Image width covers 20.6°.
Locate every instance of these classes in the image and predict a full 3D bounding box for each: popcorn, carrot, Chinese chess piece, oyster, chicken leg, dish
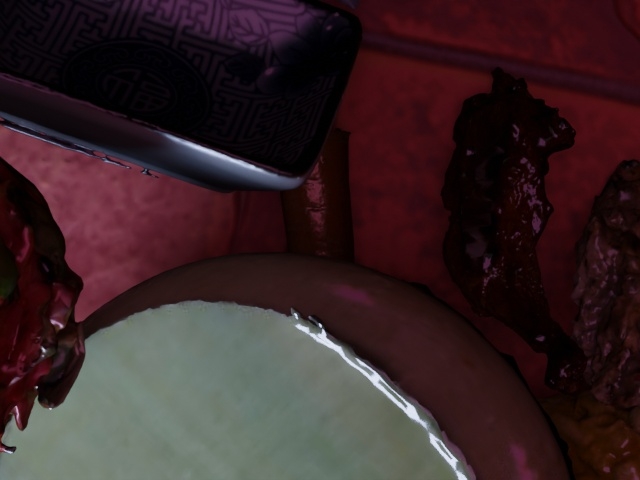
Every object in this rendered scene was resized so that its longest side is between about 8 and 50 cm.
[{"bbox_3d":[0.183,0.137,1.065,0.106,0.121,0.116,0,77,-40],"label":"popcorn"},{"bbox_3d":[0.000,0.000,1.093,0.048,0.048,0.139,-4,96,1],"label":"carrot"},{"bbox_3d":[-0.022,0.179,1.017,0.349,0.146,0.349,4,100,20],"label":"Chinese chess piece"},{"bbox_3d":[0.197,0.026,1.058,0.105,0.056,0.177,36,61,0],"label":"oyster"},{"bbox_3d":[0.112,-0.009,1.048,0.089,0.048,0.219,-18,57,34],"label":"chicken leg"},{"bbox_3d":[-0.111,-0.099,1.049,0.243,0.182,0.080,20,130,-1],"label":"dish"}]

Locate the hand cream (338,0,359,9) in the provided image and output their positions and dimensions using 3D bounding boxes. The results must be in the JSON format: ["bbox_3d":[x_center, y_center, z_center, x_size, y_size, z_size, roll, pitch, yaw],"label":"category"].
[{"bbox_3d":[-0.050,-0.195,1.081,0.171,0.043,0.065,17,80,-4],"label":"hand cream"}]

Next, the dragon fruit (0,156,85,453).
[{"bbox_3d":[-0.264,0.029,0.883,0.303,0.237,0.231,23,99,-44],"label":"dragon fruit"}]
